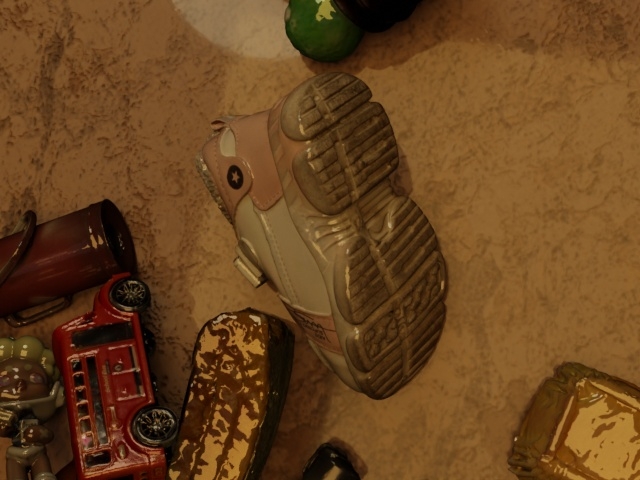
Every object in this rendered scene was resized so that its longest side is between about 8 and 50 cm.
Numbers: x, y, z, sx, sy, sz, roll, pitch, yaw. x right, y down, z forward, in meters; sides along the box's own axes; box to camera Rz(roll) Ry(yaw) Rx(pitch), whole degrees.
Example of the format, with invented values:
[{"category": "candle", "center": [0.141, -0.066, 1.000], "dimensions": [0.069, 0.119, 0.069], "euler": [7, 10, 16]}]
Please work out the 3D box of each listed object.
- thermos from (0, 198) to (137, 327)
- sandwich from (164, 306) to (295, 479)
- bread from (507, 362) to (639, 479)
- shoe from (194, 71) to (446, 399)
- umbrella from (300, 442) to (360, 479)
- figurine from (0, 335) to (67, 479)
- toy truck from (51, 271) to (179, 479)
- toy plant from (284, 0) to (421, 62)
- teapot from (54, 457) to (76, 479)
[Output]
[{"category": "thermos", "center": [-0.335, 0.037, 1.257], "dimensions": [0.232, 0.099, 0.124], "euler": [-20, 120, 8]}, {"category": "sandwich", "center": [-0.088, 0.181, 1.124], "dimensions": [0.087, 0.251, 0.226], "euler": [17, 87, 5]}, {"category": "bread", "center": [0.346, 0.241, 1.120], "dimensions": [0.288, 0.119, 0.152], "euler": [26, 86, 9]}, {"category": "shoe", "center": [0.002, 0.000, 1.182], "dimensions": [0.198, 0.172, 0.351], "euler": [-4, 105, 43]}, {"category": "umbrella", "center": [-0.068, 0.379, 1.170], "dimensions": [0.337, 0.128, 0.154], "euler": [-38, 103, -8]}, {"category": "figurine", "center": [-0.329, 0.191, 1.206], "dimensions": [0.147, 0.093, 0.197], "euler": [-5, 40, -21]}, {"category": "toy truck", "center": [-0.219, 0.158, 1.160], "dimensions": [0.114, 0.107, 0.252], "euler": [-10, 51, -13]}, {"category": "toy plant", "center": [0.023, -0.318, 1.202], "dimensions": [0.235, 0.175, 0.218], "euler": [-17, 89, 32]}, {"category": "teapot", "center": [-0.237, 0.311, 1.209], "dimensions": [0.178, 0.135, 0.252], "euler": [-18, 60, 38]}]
